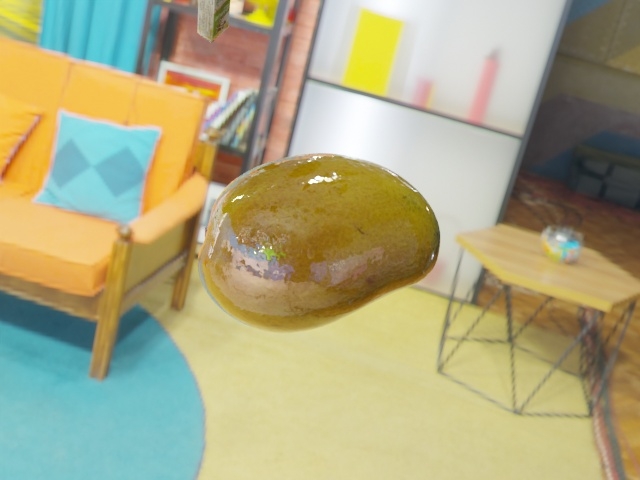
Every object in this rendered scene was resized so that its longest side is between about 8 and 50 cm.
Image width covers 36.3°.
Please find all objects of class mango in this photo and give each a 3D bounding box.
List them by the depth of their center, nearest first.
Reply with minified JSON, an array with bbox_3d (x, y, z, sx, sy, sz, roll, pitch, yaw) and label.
[{"bbox_3d":[0.000,0.000,1.475,0.377,0.264,0.221,-7,-3,-13],"label":"mango"}]

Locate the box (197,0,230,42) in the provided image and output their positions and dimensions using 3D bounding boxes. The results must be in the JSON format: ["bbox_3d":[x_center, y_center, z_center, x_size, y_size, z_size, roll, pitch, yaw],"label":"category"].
[{"bbox_3d":[-0.195,-0.449,1.802,0.041,0.207,0.050,35,65,9],"label":"box"}]
